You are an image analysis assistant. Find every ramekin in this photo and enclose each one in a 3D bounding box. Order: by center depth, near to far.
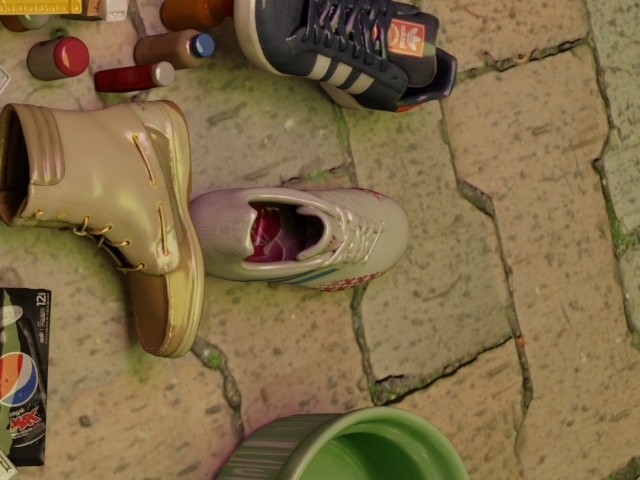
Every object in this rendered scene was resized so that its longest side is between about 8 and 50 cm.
[{"bbox_3d":[0.015,0.326,1.853,0.303,0.148,0.304,1,89,-41],"label":"ramekin"}]

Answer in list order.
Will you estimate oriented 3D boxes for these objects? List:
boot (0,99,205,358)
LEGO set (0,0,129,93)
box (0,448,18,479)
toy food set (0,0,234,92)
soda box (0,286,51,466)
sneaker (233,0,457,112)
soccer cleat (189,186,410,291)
[{"bbox_3d":[-0.218,-0.008,1.684,0.203,0.095,0.262,-4,90,-42],"label":"boot"},{"bbox_3d":[-0.312,-0.192,1.589,0.287,0.107,0.132,-47,124,-27],"label":"LEGO set"},{"bbox_3d":[-0.376,0.166,1.531,0.114,0.036,0.207,-43,108,-25],"label":"box"},{"bbox_3d":[-0.191,-0.205,1.704,0.232,0.104,0.111,0,90,-42],"label":"toy food set"},{"bbox_3d":[-0.295,0.129,1.637,0.053,0.060,0.169,3,87,-38],"label":"soda box"},{"bbox_3d":[0.039,-0.219,1.815,0.350,0.148,0.131,16,81,-62],"label":"sneaker"},{"bbox_3d":[0.000,0.000,1.847,0.331,0.143,0.116,-2,90,-42],"label":"soccer cleat"}]
